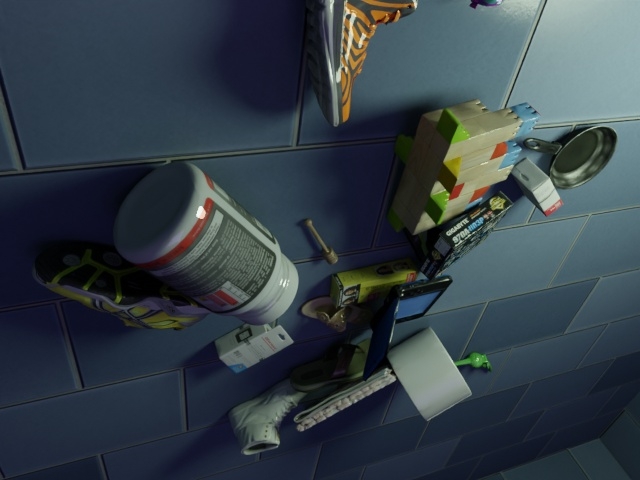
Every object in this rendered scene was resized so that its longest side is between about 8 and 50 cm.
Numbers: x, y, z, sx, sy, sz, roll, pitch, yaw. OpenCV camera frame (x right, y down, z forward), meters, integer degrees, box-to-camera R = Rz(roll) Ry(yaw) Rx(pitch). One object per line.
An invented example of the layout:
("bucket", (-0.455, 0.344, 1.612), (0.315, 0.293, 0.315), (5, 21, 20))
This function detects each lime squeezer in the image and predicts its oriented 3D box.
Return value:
("lime squeezer", (0.583, 0.465, 2.044), (0.311, 0.058, 0.110), (12, 124, -36))

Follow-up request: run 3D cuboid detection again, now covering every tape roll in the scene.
("tape roll", (0.341, 0.418, 1.735), (0.169, 0.246, 0.246), (-32, 137, 3))

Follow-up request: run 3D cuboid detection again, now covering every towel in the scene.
("towel", (0.084, 0.482, 1.710), (0.332, 0.053, 0.317), (-28, 167, 1))

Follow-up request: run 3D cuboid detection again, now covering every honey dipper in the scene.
("honey dipper", (0.000, 0.000, 1.315), (0.031, 0.030, 0.160), (-30, 134, 2))

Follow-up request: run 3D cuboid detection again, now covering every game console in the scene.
("game console", (0.234, 0.244, 1.504), (0.250, 0.173, 0.293), (-11, 155, -15))

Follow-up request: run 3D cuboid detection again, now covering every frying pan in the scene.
("frying pan", (0.622, -0.209, 1.417), (0.326, 0.053, 0.197), (-10, 135, -16))

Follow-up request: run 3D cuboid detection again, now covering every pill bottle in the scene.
("pill bottle", (-0.208, 0.026, 1.095), (0.210, 0.210, 0.363), (-36, 137, 8))

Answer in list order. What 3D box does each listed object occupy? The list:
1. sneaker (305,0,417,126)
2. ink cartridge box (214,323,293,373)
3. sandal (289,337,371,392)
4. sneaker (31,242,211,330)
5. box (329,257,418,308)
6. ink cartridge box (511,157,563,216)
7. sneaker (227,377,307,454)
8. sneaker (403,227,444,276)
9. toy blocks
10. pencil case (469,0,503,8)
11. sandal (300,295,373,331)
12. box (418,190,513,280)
("sneaker", (0.074, -0.352, 0.940), (0.180, 0.124, 0.321), (-15, 136, -12))
("ink cartridge box", (-0.175, 0.270, 1.458), (0.180, 0.060, 0.104), (-28, 137, 0))
("sandal", (0.051, 0.364, 1.633), (0.303, 0.120, 0.086), (-20, 123, -9))
("sneaker", (-0.402, 0.120, 1.139), (0.385, 0.145, 0.147), (22, 123, -36))
("box", (0.143, 0.114, 1.474), (0.233, 0.058, 0.087), (-10, 134, -19))
("ink cartridge box", (0.559, -0.138, 1.416), (0.056, 0.099, 0.135), (-40, 137, 13))
("sneaker", (-0.127, 0.539, 1.665), (0.293, 0.169, 0.108), (-30, 136, 0))
("sneaker", (0.301, 0.019, 1.445), (0.097, 0.084, 0.234), (-33, 137, 3))
("toy blocks", (0.321, -0.171, 1.223), (0.261, 0.190, 0.381), (-20, 148, -22))
("pencil case", (0.302, -0.494, 0.965), (0.070, 0.064, 0.151), (-31, 140, -21))
("sandal", (0.063, 0.216, 1.515), (0.240, 0.079, 0.088), (14, 123, -36))
("box", (0.355, -0.010, 1.347), (0.220, 0.051, 0.175), (-33, 160, -23))
